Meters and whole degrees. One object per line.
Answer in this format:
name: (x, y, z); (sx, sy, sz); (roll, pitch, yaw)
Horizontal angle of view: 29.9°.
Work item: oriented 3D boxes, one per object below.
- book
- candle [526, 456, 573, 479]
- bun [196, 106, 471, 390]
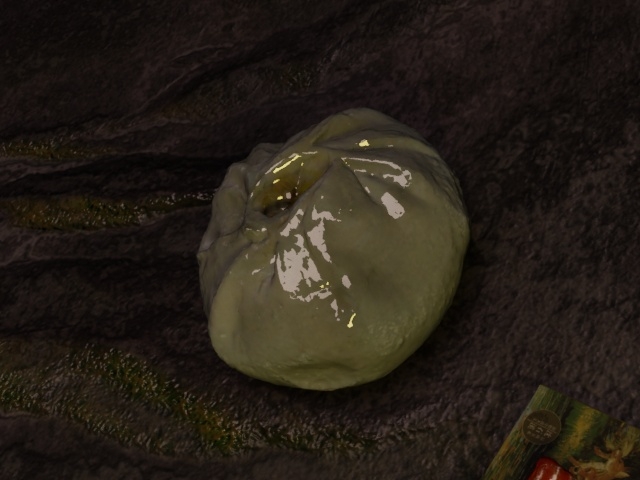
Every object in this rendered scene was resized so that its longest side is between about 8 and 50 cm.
book: (0.276, 0.252, 1.185); (0.228, 0.024, 0.160); (24, 69, 36)
candle: (0.154, 0.358, 1.137); (0.051, 0.048, 0.329); (29, 80, 10)
bun: (0.002, 0.004, 1.378); (0.354, 0.194, 0.354); (-14, 52, 19)
